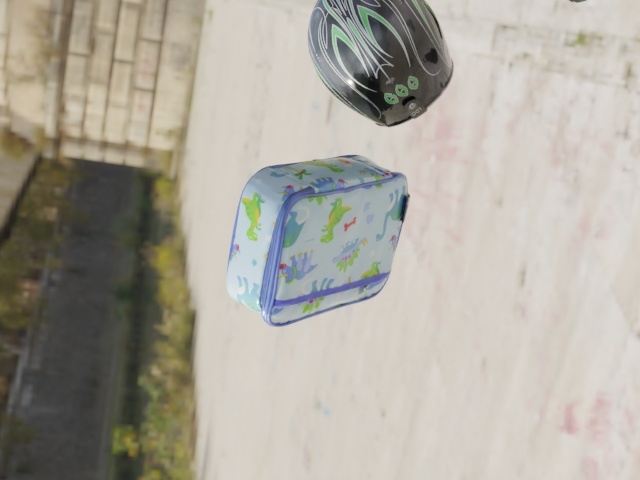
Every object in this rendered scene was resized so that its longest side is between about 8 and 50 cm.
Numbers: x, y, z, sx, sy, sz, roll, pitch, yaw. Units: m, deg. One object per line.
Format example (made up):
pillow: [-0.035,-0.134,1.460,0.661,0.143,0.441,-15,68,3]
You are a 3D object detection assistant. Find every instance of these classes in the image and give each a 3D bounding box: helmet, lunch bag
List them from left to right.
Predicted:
lunch bag: [0.000,0.000,1.490,0.090,0.219,0.176,30,117,36]
helmet: [0.064,-0.231,1.540,0.169,0.161,0.169,-30,30,20]

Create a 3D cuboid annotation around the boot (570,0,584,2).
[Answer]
boot: [0.313,-0.470,1.908,0.207,0.094,0.246,58,180,-31]
